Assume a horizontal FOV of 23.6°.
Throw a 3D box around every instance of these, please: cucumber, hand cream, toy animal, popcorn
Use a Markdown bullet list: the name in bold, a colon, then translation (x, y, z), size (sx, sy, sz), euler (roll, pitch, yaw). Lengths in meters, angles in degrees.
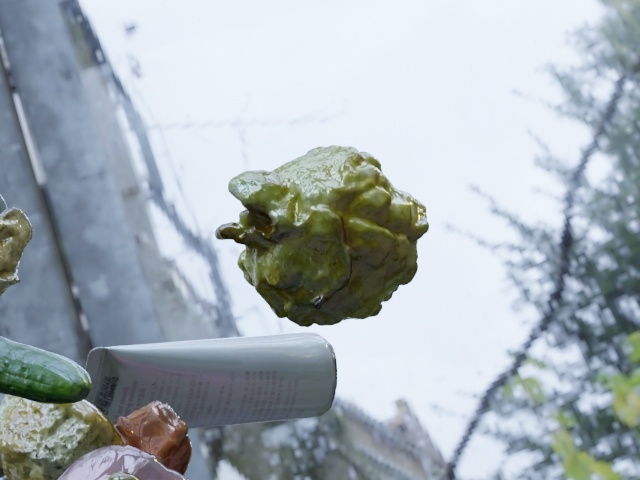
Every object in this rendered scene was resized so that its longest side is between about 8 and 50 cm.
- **cucumber**: translation (-0.307, 0.117, 1.467), size (0.250, 0.056, 0.056), euler (11, -12, 32)
- **hand cream**: translation (-0.152, 0.192, 2.060), size (0.359, 0.118, 0.185), euler (-2, -42, -25)
- **toy animal**: translation (-0.175, 0.268, 1.138), size (0.281, 0.169, 0.195), euler (-41, -22, -45)
- **popcorn**: translation (0.000, 0.000, 1.909), size (0.266, 0.192, 0.233), euler (18, -54, -18)

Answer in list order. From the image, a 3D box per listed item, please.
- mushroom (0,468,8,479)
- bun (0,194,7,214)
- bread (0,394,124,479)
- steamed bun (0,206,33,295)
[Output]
- **mushroom**: translation (-0.448, 0.309, 2.058), size (0.117, 0.188, 0.141), euler (-54, -28, -4)
- **bun**: translation (-0.481, -0.040, 2.163), size (0.045, 0.083, 0.083), euler (-3, -13, 41)
- **bread**: translation (-0.290, 0.270, 1.795), size (0.121, 0.174, 0.245), euler (-46, -45, -21)
- **steamed bun**: translation (-0.495, 0.070, 1.960), size (0.296, 0.137, 0.292), euler (-22, -1, -10)
